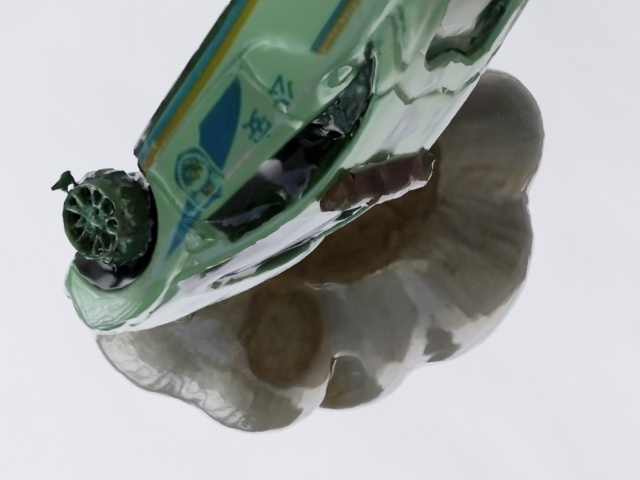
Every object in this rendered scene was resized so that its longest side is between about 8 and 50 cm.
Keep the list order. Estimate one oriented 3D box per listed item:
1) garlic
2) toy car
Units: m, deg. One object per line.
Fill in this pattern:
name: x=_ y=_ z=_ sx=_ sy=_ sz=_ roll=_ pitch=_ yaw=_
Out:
garlic: x=0.014 y=0.007 z=0.952 sx=0.185 sy=0.281 sz=0.203 roll=44 pitch=173 yaw=-18
toy car: x=0.003 y=-0.034 z=0.412 sx=0.058 sy=0.186 sz=0.093 roll=48 pitch=-148 yaw=16
